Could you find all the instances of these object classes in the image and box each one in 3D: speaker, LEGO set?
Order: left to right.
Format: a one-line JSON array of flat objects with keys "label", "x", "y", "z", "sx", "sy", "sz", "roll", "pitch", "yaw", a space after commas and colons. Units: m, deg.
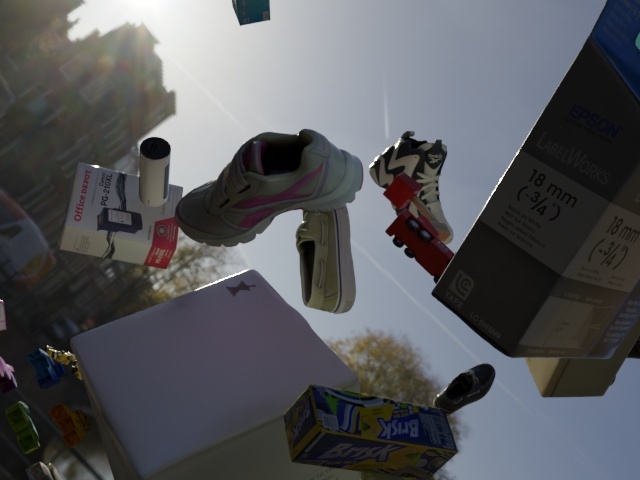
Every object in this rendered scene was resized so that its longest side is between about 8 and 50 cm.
[{"label": "LEGO set", "x": -0.358, "y": 0.232, "z": 0.953, "sx": 0.227, "sy": 0.087, "sz": 0.093, "roll": 58, "pitch": -10, "yaw": 17}, {"label": "speaker", "x": -0.299, "y": -0.122, "z": 1.293, "sx": 0.055, "sy": 0.055, "sz": 0.136, "roll": 43, "pitch": -34, "yaw": 17}]

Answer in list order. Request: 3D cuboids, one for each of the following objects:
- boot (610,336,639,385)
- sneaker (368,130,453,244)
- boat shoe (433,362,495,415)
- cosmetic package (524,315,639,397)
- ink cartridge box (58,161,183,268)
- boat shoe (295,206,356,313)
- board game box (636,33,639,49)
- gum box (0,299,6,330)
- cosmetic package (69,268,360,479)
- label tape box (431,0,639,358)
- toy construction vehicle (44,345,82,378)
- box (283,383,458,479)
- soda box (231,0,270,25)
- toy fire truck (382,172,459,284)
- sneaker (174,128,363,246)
[{"label": "boot", "x": 0.630, "y": 0.221, "z": 1.560, "sx": 0.377, "sy": 0.284, "sz": 0.138, "roll": -127, "pitch": -145, "yaw": -85}, {"label": "sneaker", "x": 0.209, "y": -0.117, "z": 1.410, "sx": 0.153, "sy": 0.094, "sz": 0.235, "roll": -54, "pitch": -127, "yaw": 35}, {"label": "boat shoe", "x": 0.360, "y": 0.351, "z": 1.744, "sx": 0.075, "sy": 0.206, "sz": 0.065, "roll": 47, "pitch": -35, "yaw": 25}, {"label": "cosmetic package", "x": 0.399, "y": 0.076, "z": 1.068, "sx": 0.160, "sy": 0.113, "sz": 0.310, "roll": -102, "pitch": -165, "yaw": -50}, {"label": "ink cartridge box", "x": -0.434, "y": -0.052, "z": 1.577, "sx": 0.237, "sy": 0.172, "sz": 0.100, "roll": 13, "pitch": -35, "yaw": -20}, {"label": "boat shoe", "x": 0.000, "y": 0.000, "z": 1.416, "sx": 0.109, "sy": 0.094, "sz": 0.302, "roll": -50, "pitch": -139, "yaw": 45}, {"label": "board game box", "x": 0.502, "y": -0.189, "z": 0.949, "sx": 0.336, "sy": 0.079, "sz": 0.254, "roll": -111, "pitch": -172, "yaw": -79}, {"label": "gum box", "x": -0.722, "y": 0.154, "z": 1.408, "sx": 0.107, "sy": 0.188, "sz": 0.062, "roll": 15, "pitch": -70, "yaw": 39}, {"label": "cosmetic package", "x": -0.154, "y": 0.325, "z": 1.141, "sx": 0.329, "sy": 0.327, "sz": 0.394, "roll": 41, "pitch": -37, "yaw": 47}, {"label": "label tape box", "x": 0.283, "y": -0.049, "z": 0.685, "sx": 0.240, "sy": 0.334, "sz": 0.106, "roll": 10, "pitch": 23, "yaw": -48}, {"label": "toy construction vehicle", "x": -0.521, "y": 0.255, "z": 1.484, "sx": 0.085, "sy": 0.035, "sz": 0.098, "roll": 26, "pitch": -11, "yaw": 7}, {"label": "box", "x": 0.051, "y": 0.193, "z": 0.716, "sx": 0.168, "sy": 0.059, "sz": 0.054, "roll": 18, "pitch": 36, "yaw": -28}, {"label": "soda box", "x": -0.140, "y": -0.523, "z": 1.389, "sx": 0.210, "sy": 0.067, "sz": 0.071, "roll": 94, "pitch": -21, "yaw": -57}, {"label": "toy fire truck", "x": 0.168, "y": -0.016, "z": 1.143, "sx": 0.192, "sy": 0.135, "sz": 0.047, "roll": 43, "pitch": -58, "yaw": 7}, {"label": "sneaker", "x": -0.080, "y": -0.077, "z": 0.893, "sx": 0.111, "sy": 0.252, "sz": 0.103, "roll": 49, "pitch": 26, "yaw": -49}]
